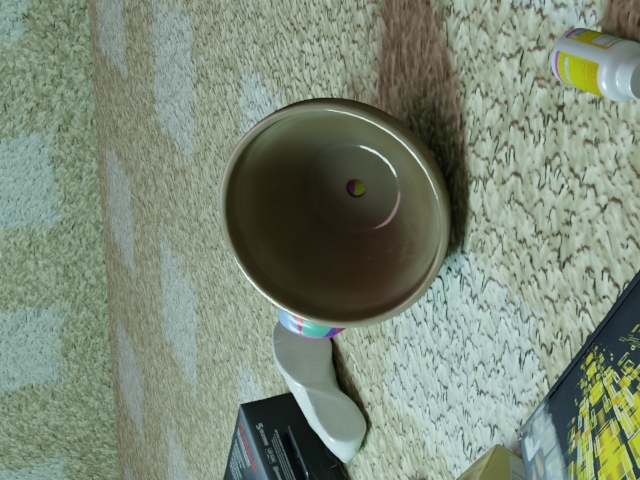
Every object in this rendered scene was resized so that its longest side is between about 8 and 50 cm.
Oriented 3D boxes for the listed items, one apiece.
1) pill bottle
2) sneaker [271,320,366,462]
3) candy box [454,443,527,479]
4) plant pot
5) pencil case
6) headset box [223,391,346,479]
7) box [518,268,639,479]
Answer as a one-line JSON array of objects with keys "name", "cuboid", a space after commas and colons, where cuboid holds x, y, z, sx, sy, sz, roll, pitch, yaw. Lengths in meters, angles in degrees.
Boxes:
[{"name": "pill bottle", "cuboid": [0.205, -0.124, 0.729, 0.083, 0.043, 0.043, -139, 44, -58]}, {"name": "sneaker", "cuboid": [-0.008, 0.198, 1.352, 0.094, 0.080, 0.212, 91, 157, -54]}, {"name": "candy box", "cuboid": [0.090, 0.347, 0.876, 0.087, 0.316, 0.183, 33, 145, 6]}, {"name": "plant pot", "cuboid": [0.024, -0.038, 1.054, 0.110, 0.237, 0.237, -50, -38, -63]}, {"name": "pencil case", "cuboid": [0.000, 0.000, 1.208, 0.104, 0.104, 0.236, -129, 37, -51]}, {"name": "headset box", "cuboid": [-0.049, 0.371, 1.462, 0.293, 0.110, 0.218, 106, 148, -47]}, {"name": "box", "cuboid": [0.239, 0.209, 0.582, 0.318, 0.097, 0.395, 106, 165, -51]}]
